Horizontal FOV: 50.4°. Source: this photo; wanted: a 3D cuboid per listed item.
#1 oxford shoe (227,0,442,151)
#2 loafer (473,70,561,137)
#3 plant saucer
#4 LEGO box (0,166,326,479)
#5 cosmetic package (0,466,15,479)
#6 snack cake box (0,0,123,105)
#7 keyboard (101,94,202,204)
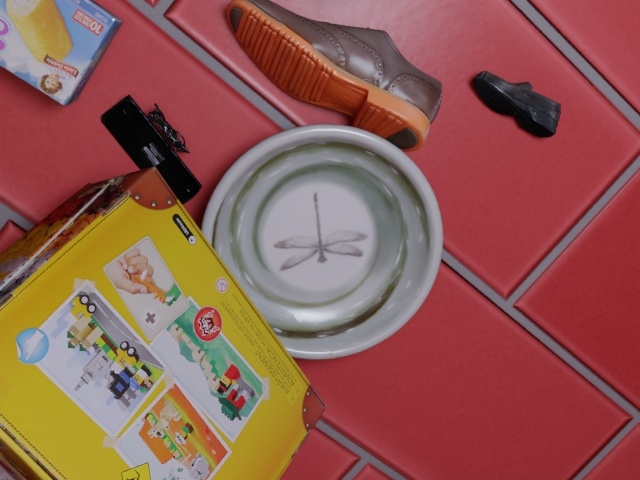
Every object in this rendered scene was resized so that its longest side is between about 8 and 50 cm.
[{"bbox_3d":[0.026,-0.285,1.070,0.363,0.130,0.133,32,70,-10],"label":"oxford shoe"},{"bbox_3d":[0.331,-0.239,1.142,0.170,0.062,0.061,30,79,-18],"label":"loafer"},{"bbox_3d":[0.000,0.000,1.144,0.400,0.100,0.400,-2,108,-7],"label":"plant saucer"},{"bbox_3d":[-0.264,0.208,0.980,0.372,0.193,0.500,-50,119,-36],"label":"LEGO box"},{"bbox_3d":[-0.523,0.357,1.024,0.230,0.161,0.453,-26,108,0],"label":"cosmetic package"},{"bbox_3d":[-0.445,-0.335,0.989,0.264,0.089,0.152,32,100,-15],"label":"snack cake box"},{"bbox_3d":[-0.259,-0.151,1.107,0.100,0.038,0.192,-27,111,26],"label":"keyboard"}]
